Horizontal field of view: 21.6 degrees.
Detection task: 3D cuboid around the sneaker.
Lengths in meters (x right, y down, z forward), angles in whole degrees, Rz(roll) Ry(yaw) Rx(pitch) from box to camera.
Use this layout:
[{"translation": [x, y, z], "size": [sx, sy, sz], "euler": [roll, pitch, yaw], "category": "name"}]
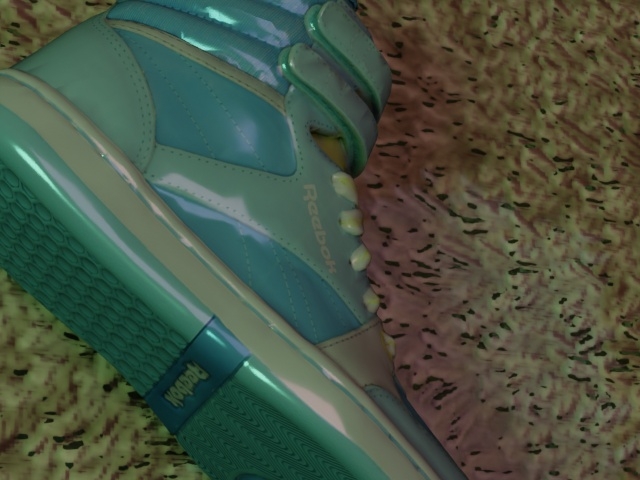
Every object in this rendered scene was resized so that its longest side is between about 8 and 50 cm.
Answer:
[{"translation": [0.000, 0.000, 0.771], "size": [0.319, 0.127, 0.208], "euler": [47, 58, -7], "category": "sneaker"}]
